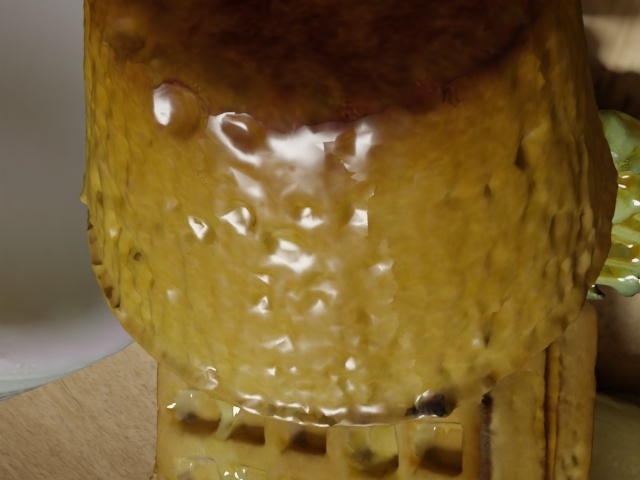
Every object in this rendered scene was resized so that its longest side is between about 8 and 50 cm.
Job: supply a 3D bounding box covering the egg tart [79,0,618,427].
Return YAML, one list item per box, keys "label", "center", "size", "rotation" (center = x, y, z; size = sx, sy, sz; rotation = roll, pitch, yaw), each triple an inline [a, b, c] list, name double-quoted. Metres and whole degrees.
- label: "egg tart"
  center: [0.007, -0.051, 0.484]
  size: [0.202, 0.203, 0.147]
  rotation: [11, 151, 10]

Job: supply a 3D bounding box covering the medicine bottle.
- label: "medicine bottle"
  center: [-0.196, -0.013, 0.703]
  size: [0.202, 0.202, 0.316]
  rotation: [23, 159, -22]

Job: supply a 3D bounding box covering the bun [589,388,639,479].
- label: "bun"
  center: [0.189, 0.216, 1.035]
  size: [0.364, 0.202, 0.364]
  rotation: [22, 149, 14]

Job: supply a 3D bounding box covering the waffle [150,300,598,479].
- label: "waffle"
  center: [0.018, 0.132, 0.889]
  size: [0.098, 0.224, 0.327]
  rotation: [4, 177, -40]

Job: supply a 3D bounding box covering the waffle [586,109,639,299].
- label: "waffle"
  center: [0.081, -0.024, 0.689]
  size: [0.214, 0.054, 0.208]
  rotation: [0, 154, 39]
